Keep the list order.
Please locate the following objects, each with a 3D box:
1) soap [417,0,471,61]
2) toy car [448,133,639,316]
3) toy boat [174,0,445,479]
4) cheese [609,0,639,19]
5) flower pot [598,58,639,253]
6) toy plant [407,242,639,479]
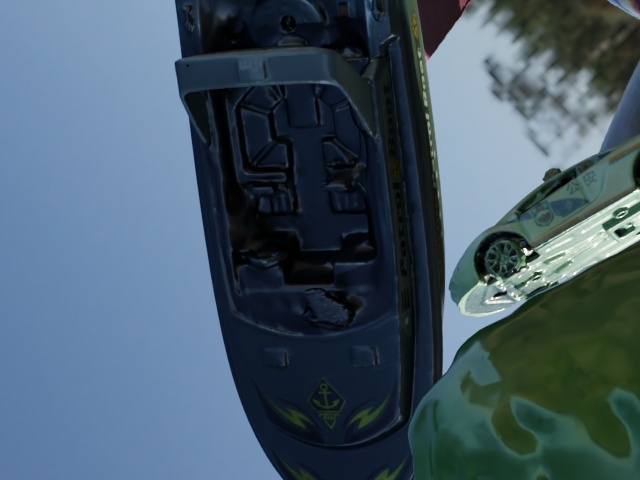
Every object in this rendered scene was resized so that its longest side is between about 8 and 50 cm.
[{"bbox_3d":[0.061,-0.323,1.640,0.359,0.128,0.233,-56,-49,-53],"label":"soap"},{"bbox_3d":[0.153,-0.017,1.035,0.058,0.186,0.093,64,-165,20],"label":"toy car"},{"bbox_3d":[0.000,0.000,0.681,0.103,0.093,0.246,-47,-47,-65],"label":"toy boat"},{"bbox_3d":[0.237,-0.253,1.069,0.217,0.129,0.329,22,-112,-46],"label":"cheese"},{"bbox_3d":[0.385,-0.080,1.550,0.294,0.330,0.293,29,-162,-10],"label":"flower pot"},{"bbox_3d":[0.216,-0.060,0.420,0.317,0.356,0.210,16,-165,-2],"label":"toy plant"}]
